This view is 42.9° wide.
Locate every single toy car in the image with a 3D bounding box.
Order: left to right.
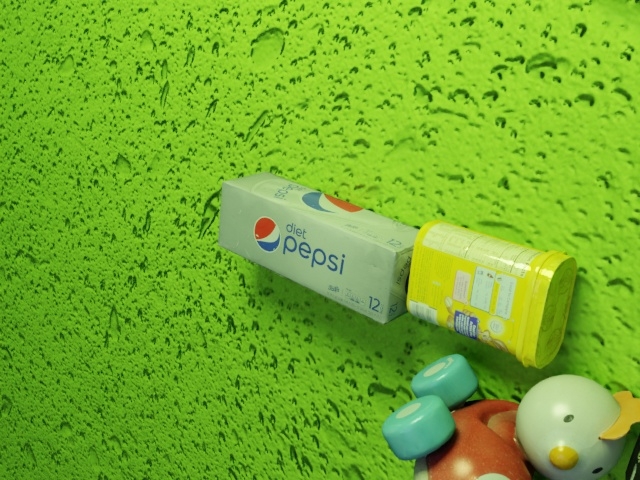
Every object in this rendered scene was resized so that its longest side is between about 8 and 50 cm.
[{"bbox_3d":[0.230,0.217,0.847,0.238,0.210,0.219,-30,92,28],"label":"toy car"}]

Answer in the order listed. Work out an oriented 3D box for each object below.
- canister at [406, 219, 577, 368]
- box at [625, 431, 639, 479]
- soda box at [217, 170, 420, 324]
[{"bbox_3d":[0.186,0.054,0.911,0.170,0.073,0.126,20,113,36],"label":"canister"},{"bbox_3d":[0.388,0.199,0.735,0.180,0.077,0.147,15,113,11],"label":"box"},{"bbox_3d":[0.000,0.000,1.039,0.286,0.091,0.098,23,116,34],"label":"soda box"}]
